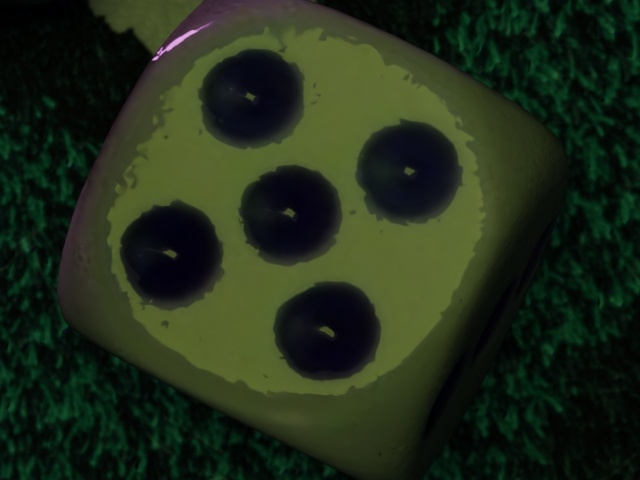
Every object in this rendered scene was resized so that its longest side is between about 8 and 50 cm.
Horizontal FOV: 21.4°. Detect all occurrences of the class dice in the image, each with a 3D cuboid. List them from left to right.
[{"bbox_3d":[0.000,0.000,1.331,0.304,0.277,0.304,26,87,14],"label":"dice"}]

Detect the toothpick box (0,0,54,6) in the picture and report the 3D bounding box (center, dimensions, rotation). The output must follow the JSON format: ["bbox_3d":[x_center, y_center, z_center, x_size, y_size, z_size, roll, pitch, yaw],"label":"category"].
[{"bbox_3d":[-0.279,-0.340,1.467,0.229,0.229,0.316,18,86,11],"label":"toothpick box"}]
